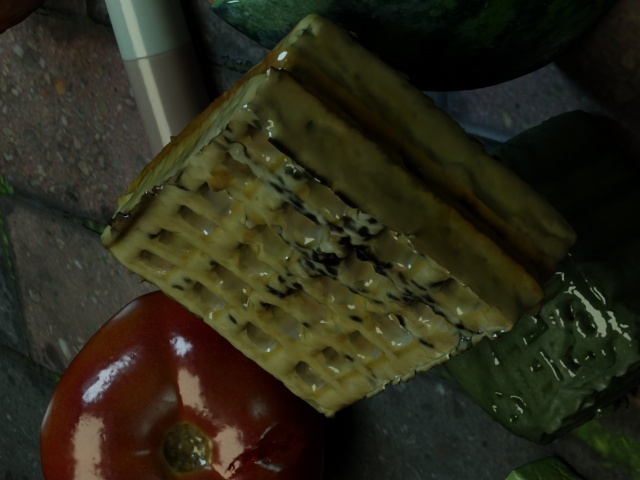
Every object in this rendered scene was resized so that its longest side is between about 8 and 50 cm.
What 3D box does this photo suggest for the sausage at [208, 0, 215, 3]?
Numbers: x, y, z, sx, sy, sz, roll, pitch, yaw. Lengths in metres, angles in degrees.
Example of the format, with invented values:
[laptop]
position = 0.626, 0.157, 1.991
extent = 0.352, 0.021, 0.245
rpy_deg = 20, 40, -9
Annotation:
[sausage]
position = -0.089, -0.226, 1.601
extent = 0.107, 0.031, 0.031
rpy_deg = 40, 138, 28

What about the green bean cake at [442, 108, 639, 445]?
[green bean cake]
position = 0.177, 0.038, 1.379
extent = 0.222, 0.125, 0.227
rpy_deg = 55, 148, 12

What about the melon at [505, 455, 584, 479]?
[melon]
position = 0.215, 0.290, 1.537
extent = 0.118, 0.064, 0.209
rpy_deg = 11, 118, 48

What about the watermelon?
[watermelon]
position = 0.064, -0.258, 1.221
extent = 0.292, 0.250, 0.283
rpy_deg = 48, 136, 14

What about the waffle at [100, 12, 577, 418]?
[waffle]
position = 0.000, 0.000, 1.306
extent = 0.261, 0.114, 0.376
rpy_deg = 41, 154, -8

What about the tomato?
[tomato]
position = -0.137, 0.191, 1.754
extent = 0.226, 0.298, 0.299
rpy_deg = -88, -23, -82

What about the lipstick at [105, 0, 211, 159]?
[lipstick]
position = -0.147, -0.152, 1.684
extent = 0.070, 0.070, 0.254
rpy_deg = 3, 114, 49

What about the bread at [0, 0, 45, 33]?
[bread]
position = -0.375, -0.284, 1.751
extent = 0.190, 0.244, 0.123
rpy_deg = 53, 132, 1
